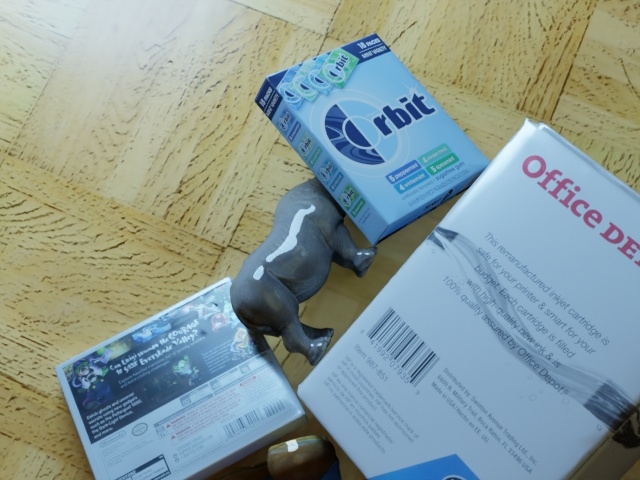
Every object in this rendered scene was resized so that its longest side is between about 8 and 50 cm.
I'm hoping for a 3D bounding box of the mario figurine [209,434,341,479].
[{"bbox_3d":[-0.004,0.328,0.799,0.170,0.198,0.321,-16,70,-21],"label":"mario figurine"}]

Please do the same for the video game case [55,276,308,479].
[{"bbox_3d":[-0.131,0.141,0.907,0.190,0.022,0.173,-28,55,-6],"label":"video game case"}]

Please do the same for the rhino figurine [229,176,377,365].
[{"bbox_3d":[0.000,0.000,0.939,0.106,0.073,0.243,28,60,2],"label":"rhino figurine"}]

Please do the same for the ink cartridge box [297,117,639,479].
[{"bbox_3d":[0.167,0.095,0.810,0.307,0.129,0.223,-50,56,9],"label":"ink cartridge box"}]

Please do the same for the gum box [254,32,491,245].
[{"bbox_3d":[0.053,-0.104,0.957,0.157,0.041,0.184,-29,73,-36],"label":"gum box"}]
